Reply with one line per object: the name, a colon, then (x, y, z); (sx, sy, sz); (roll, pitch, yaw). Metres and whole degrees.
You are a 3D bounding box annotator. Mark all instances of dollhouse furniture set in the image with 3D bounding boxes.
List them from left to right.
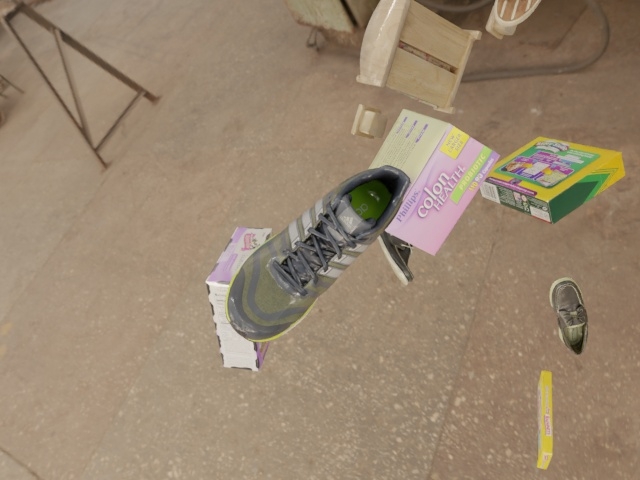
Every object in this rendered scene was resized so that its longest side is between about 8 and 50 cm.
dollhouse furniture set: (0.174, -0.341, 0.841); (0.174, 0.304, 0.355); (32, 110, 45)

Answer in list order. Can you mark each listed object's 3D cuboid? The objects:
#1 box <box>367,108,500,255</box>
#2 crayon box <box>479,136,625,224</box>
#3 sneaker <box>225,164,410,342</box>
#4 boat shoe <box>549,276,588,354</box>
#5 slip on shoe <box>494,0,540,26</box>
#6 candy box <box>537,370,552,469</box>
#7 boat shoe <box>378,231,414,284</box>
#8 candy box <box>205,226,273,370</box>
box: (0.192, -0.124, 0.952); (0.213, 0.117, 0.243); (-60, 18, 13)
crayon box: (0.798, -0.226, 1.719); (0.313, 0.106, 0.363); (-31, 28, -8)
sneaker: (0.000, 0.000, 0.601); (0.300, 0.111, 0.121); (-47, -1, -26)
boat shoe: (0.644, 0.197, 1.239); (0.080, 0.223, 0.073); (-17, 27, 11)
slip on shoe: (0.250, -0.317, 0.591); (0.052, 0.041, 0.135); (19, 86, 14)
candy box: (0.545, 0.433, 1.180); (0.027, 0.105, 0.205); (6, 50, 18)
boat shoe: (0.192, 0.014, 1.207); (0.079, 0.084, 0.233); (-26, 37, 9)
candy box: (-0.128, 0.100, 0.861); (0.070, 0.196, 0.164); (4, 34, 10)
